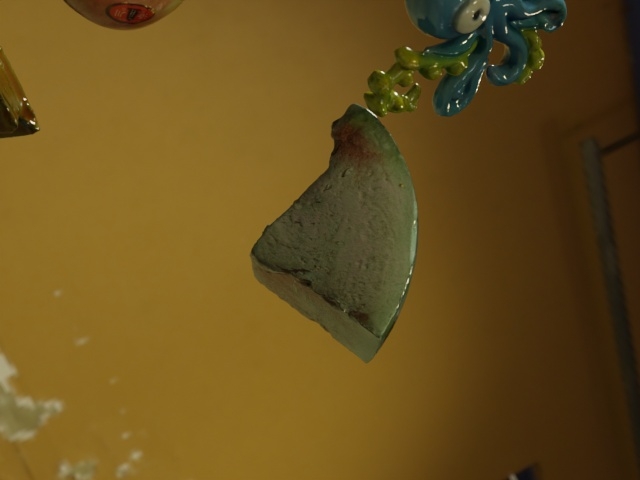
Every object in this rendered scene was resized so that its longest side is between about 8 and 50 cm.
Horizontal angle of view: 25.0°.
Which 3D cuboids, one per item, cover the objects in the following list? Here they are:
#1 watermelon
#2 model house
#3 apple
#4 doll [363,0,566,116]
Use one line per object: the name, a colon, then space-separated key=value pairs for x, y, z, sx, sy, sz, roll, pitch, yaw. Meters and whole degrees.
watermelon: x=0.000 y=0.000 z=1.833 sx=0.289 sy=0.214 sz=0.320 roll=160 pitch=-74 yaw=-69
model house: x=-0.549 y=-0.217 z=2.031 sx=0.239 sy=0.268 sz=0.173 roll=-123 pitch=-153 yaw=-81
apple: x=-0.243 y=-0.354 z=1.745 sx=0.209 sy=0.164 sz=0.209 roll=45 pitch=25 yaw=-28
doll: x=0.201 y=-0.290 z=1.743 sx=0.099 sy=0.341 sz=0.346 roll=42 pitch=-63 yaw=37
